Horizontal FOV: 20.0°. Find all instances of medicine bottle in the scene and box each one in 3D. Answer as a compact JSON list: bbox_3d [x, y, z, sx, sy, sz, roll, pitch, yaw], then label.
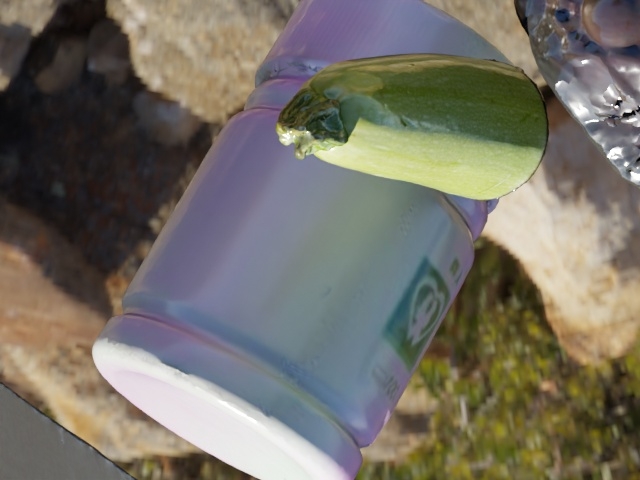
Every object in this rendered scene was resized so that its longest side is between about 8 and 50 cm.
[{"bbox_3d":[0.000,0.000,1.318,0.212,0.212,0.325,34,72,-18],"label":"medicine bottle"}]

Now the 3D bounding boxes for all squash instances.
[{"bbox_3d":[0.045,-0.068,1.085,0.094,0.224,0.094,1,92,37],"label":"squash"}]

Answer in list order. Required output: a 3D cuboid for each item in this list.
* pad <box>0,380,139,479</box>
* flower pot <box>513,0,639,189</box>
[{"bbox_3d":[-0.069,0.105,0.483,0.112,0.003,0.157,29,134,33],"label":"pad"},{"bbox_3d":[0.293,-0.181,1.115,0.266,0.266,0.267,41,128,-20],"label":"flower pot"}]
